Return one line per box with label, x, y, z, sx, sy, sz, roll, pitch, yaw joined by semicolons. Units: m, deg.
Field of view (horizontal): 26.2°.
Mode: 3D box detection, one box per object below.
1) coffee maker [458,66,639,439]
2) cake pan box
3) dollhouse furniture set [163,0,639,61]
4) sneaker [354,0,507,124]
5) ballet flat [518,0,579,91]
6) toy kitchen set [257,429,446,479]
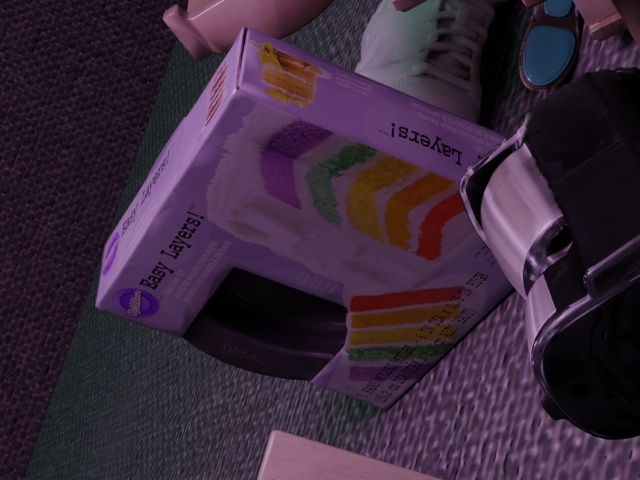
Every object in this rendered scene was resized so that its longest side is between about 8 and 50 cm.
coffee maker;0.161;-0.012;0.687;0.171;0.120;0.178;-60;19;21
cake pan box;0.000;0.000;0.945;0.267;0.245;0.070;-49;25;44
dollhouse furniture set;0.026;-0.156;0.934;0.355;0.174;0.303;-26;34;20
sneaker;0.099;-0.172;1.097;0.292;0.108;0.169;-91;26;-56
ballet flat;0.168;-0.150;0.992;0.041;0.041;0.114;-33;38;62
toy kitchen set;0.000;0.239;0.930;0.207;0.122;0.166;100;-173;-72
